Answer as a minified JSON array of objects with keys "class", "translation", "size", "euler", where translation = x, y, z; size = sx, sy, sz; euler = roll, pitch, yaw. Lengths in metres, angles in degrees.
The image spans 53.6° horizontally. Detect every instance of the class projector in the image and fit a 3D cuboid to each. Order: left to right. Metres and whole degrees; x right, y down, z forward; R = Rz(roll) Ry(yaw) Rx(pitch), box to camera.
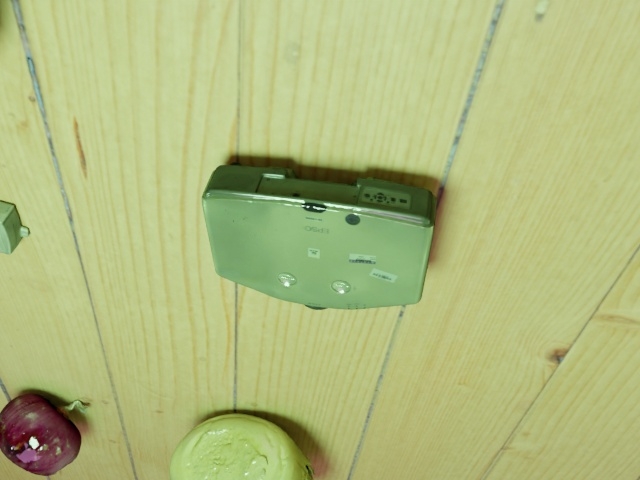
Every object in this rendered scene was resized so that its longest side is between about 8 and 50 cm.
[{"class":"projector","translation":[0.000,0.000,0.787],"size":[0.269,0.088,0.193],"euler":[8,137,7]}]

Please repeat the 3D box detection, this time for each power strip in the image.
[{"class":"power strip","translation":[-0.518,-0.032,0.917],"size":[0.175,0.042,0.075],"euler":[14,137,0]}]

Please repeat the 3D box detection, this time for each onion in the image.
[{"class":"onion","translation":[-0.568,0.390,1.283],"size":[0.177,0.153,0.177],"euler":[11,147,8]}]

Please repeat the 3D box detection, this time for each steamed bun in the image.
[{"class":"steamed bun","translation":[-0.141,0.436,1.213],"size":[0.273,0.166,0.232],"euler":[-3,146,25]}]
